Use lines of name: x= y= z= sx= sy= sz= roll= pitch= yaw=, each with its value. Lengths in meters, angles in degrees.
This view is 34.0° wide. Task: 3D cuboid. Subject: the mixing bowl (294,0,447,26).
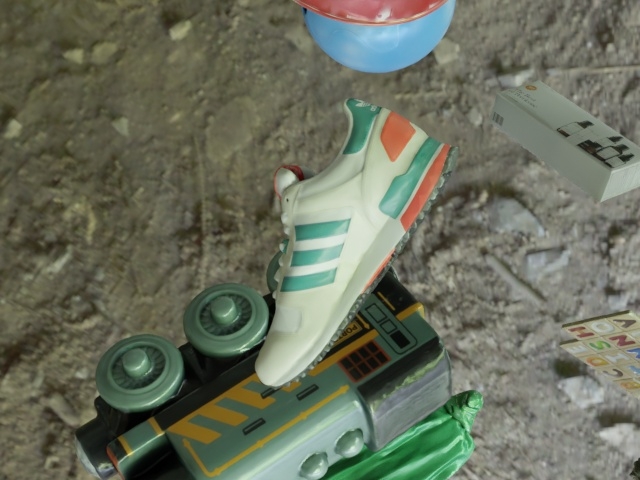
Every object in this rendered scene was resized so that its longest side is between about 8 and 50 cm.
mixing bowl: x=0.037 y=-0.260 z=0.770 sx=0.182 sy=0.098 sz=0.181 roll=5 pitch=62 yaw=-9

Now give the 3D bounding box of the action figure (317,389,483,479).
action figure: x=0.070 y=0.224 z=1.050 sx=0.232 sy=0.063 sz=0.137 roll=-38 pitch=90 yaw=13

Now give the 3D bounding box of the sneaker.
sneaker: x=0.000 y=0.000 z=0.547 sx=0.075 sy=0.057 sz=0.161 roll=36 pitch=106 yaw=5

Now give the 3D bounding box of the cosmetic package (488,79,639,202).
cosmetic package: x=0.374 y=-0.155 z=1.578 sx=0.099 sy=0.060 sz=0.239 roll=-18 pitch=46 yaw=-33

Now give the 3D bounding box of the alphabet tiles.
alphabet tiles: x=0.458 y=0.164 z=1.455 sx=0.198 sy=0.237 sz=0.009 roll=-22 pitch=42 yaw=52

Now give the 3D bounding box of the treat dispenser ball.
treat dispenser ball: x=0.106 y=-0.457 z=1.942 sx=0.288 sy=0.288 sz=0.288 roll=-6 pitch=67 yaw=15

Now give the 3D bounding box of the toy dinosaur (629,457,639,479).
toy dinosaur: x=0.417 y=0.221 z=1.027 sx=0.118 sy=0.064 sz=0.268 roll=49 pitch=133 yaw=8

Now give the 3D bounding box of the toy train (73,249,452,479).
toy train: x=-0.045 y=0.133 z=0.920 sx=0.334 sy=0.142 sz=0.190 roll=-30 pitch=52 yaw=-18
